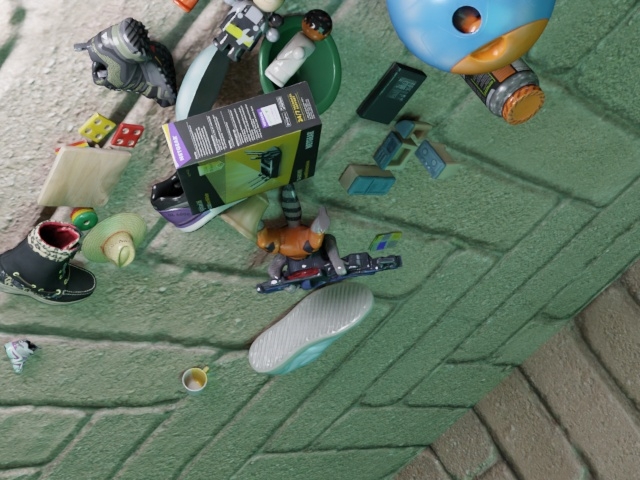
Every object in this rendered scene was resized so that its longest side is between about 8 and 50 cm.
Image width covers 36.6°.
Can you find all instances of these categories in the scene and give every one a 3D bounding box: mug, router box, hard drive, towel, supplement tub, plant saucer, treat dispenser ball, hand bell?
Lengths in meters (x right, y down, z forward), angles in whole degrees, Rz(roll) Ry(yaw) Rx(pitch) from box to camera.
[{"bbox_3d":[-0.315,0.364,2.476,0.078,0.062,0.064,-15,153,-16],"label":"mug"},{"bbox_3d":[-0.129,-0.149,1.656,0.242,0.081,0.309,-18,169,-6],"label":"router box"},{"bbox_3d":[0.146,-0.298,1.984,0.094,0.022,0.135,6,132,-47],"label":"hard drive"},{"bbox_3d":[0.165,0.003,2.443,0.083,0.009,0.060,-7,141,-37],"label":"towel"},{"bbox_3d":[0.365,-0.331,1.972,0.117,0.190,0.117,-23,149,-15],"label":"supplement tub"},{"bbox_3d":[-0.204,-0.260,1.634,0.195,0.037,0.195,25,90,-89],"label":"plant saucer"},{"bbox_3d":[0.254,-0.427,1.642,0.288,0.288,0.288,-23,148,-15],"label":"treat dispenser ball"},{"bbox_3d":[-0.102,-0.126,1.944,0.242,0.126,0.126,-51,148,0],"label":"hand bell"}]

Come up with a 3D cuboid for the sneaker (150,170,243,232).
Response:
[{"bbox_3d":[-0.196,-0.129,1.844,0.283,0.107,0.124,-38,143,8],"label":"sneaker"}]

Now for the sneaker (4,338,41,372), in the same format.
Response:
[{"bbox_3d":[-0.620,0.240,2.041,0.069,0.038,0.098,-21,148,-16],"label":"sneaker"}]

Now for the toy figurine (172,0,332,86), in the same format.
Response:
[{"bbox_3d":[-0.098,-0.361,1.495,0.148,0.209,0.213,-50,145,13],"label":"toy figurine"}]

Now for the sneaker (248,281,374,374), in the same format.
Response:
[{"bbox_3d":[-0.011,0.228,2.506,0.365,0.135,0.150,-30,158,12],"label":"sneaker"}]

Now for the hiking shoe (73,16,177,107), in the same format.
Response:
[{"bbox_3d":[-0.308,-0.280,1.563,0.114,0.086,0.227,-11,157,10],"label":"hiking shoe"}]

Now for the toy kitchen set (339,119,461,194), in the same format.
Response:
[{"bbox_3d":[0.170,-0.143,2.086,0.122,0.166,0.207,-1,137,-41],"label":"toy kitchen set"}]

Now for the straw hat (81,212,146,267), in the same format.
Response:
[{"bbox_3d":[-0.395,0.017,1.906,0.144,0.061,0.144,-24,148,-16],"label":"straw hat"}]

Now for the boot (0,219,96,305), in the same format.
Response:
[{"bbox_3d":[-0.482,0.044,1.804,0.178,0.085,0.236,-32,150,33],"label":"boot"}]

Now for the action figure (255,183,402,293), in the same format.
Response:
[{"bbox_3d":[0.000,0.000,2.139,0.341,0.179,0.330,-9,155,9],"label":"action figure"}]

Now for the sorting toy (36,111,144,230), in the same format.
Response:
[{"bbox_3d":[-0.416,-0.127,1.695,0.132,0.046,0.275,0,137,-42],"label":"sorting toy"}]

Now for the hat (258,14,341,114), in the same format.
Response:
[{"bbox_3d":[-0.076,-0.301,1.781,0.172,0.183,0.209,-20,107,-29],"label":"hat"}]
